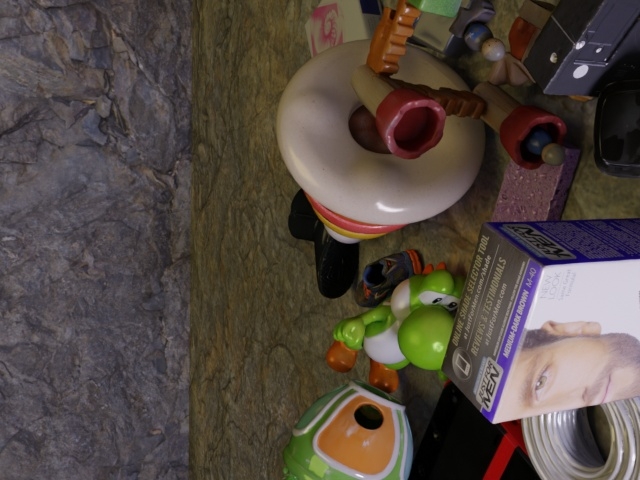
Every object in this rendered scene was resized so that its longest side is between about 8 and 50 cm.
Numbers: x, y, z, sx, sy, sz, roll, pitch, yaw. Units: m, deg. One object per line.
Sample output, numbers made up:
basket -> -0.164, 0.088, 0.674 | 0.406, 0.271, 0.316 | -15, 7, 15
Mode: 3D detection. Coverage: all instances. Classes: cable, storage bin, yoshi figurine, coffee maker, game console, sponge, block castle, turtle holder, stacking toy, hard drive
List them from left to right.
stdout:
turtle holder -> 0.077, 0.395, 1.443 | 0.243, 0.320, 0.227 | 22, 86, 34
stacking toy -> 0.085, -0.108, 1.431 | 0.480, 0.351, 0.350 | 101, 157, -66
yoshi figurine -> 0.147, 0.188, 1.390 | 0.203, 0.204, 0.362 | 61, 144, 16
storage bin -> 0.219, -0.375, 1.281 | 0.091, 0.098, 0.135 | 44, 117, 32
game console -> 0.276, 0.455, 1.290 | 0.342, 0.060, 0.386 | 52, 137, 45
block castle -> 0.254, -0.313, 0.951 | 0.213, 0.303, 0.453 | 56, 135, 47
sponge -> 0.321, -0.061, 1.162 | 0.117, 0.031, 0.210 | 48, 133, 53
cable -> 0.375, 0.253, 1.011 | 0.257, 0.089, 0.257 | 56, 140, 47
coffee maker -> 0.392, -0.115, 0.841 | 0.171, 0.178, 0.120 | 146, 119, -61
hard drive -> 0.388, -0.291, 0.769 | 0.339, 0.237, 0.064 | 116, 142, -46

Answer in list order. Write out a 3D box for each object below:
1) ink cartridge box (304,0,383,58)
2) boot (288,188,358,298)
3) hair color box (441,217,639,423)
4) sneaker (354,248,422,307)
ink cartridge box -> 0.046, -0.377, 1.667 | 0.330, 0.072, 0.324 | -40, 57, 57
boot -> 0.000, 0.000, 1.757 | 0.207, 0.094, 0.246 | 10, 95, 60
hair color box -> 0.315, 0.077, 0.832 | 0.110, 0.339, 0.185 | -132, 46, -54
sneaker -> 0.117, 0.077, 1.535 | 0.221, 0.087, 0.083 | 129, 133, -54
